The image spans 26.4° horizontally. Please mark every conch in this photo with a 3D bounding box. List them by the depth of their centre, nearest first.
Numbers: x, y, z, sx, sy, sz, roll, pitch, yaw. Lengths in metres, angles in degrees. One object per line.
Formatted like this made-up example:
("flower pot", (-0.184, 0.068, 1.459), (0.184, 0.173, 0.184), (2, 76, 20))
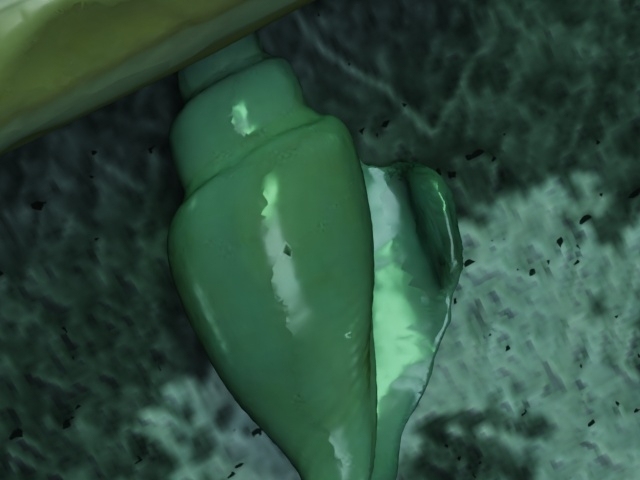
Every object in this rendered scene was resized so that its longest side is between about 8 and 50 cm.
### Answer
("conch", (-0.007, 0.002, 0.404), (0.065, 0.088, 0.180), (-15, 92, 36))

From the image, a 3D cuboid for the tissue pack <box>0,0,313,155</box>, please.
("tissue pack", (-0.077, -0.125, 0.334), (0.222, 0.090, 0.186), (-28, 100, -3))
